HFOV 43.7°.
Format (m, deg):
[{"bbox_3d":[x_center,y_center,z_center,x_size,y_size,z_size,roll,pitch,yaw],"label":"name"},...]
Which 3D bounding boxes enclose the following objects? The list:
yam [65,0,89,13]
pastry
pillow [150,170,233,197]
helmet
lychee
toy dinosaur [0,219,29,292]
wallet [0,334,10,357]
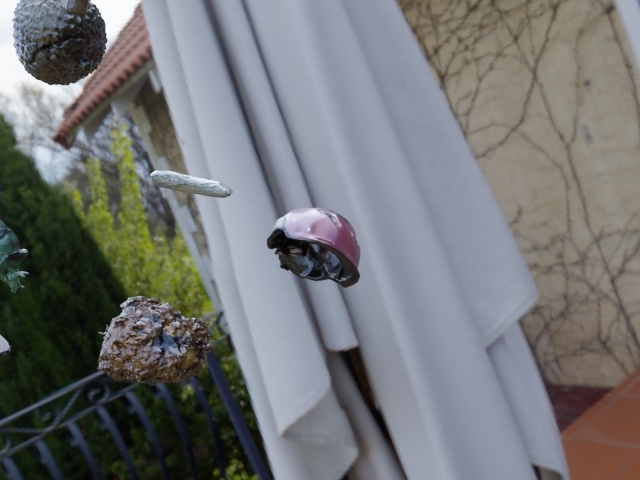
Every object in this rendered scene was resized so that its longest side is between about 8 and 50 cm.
[{"bbox_3d":[-0.503,-0.603,1.703,0.056,0.241,0.057,11,4,-1],"label":"yam"},{"bbox_3d":[-0.370,0.219,1.794,0.274,0.193,0.275,-1,0,0],"label":"pastry"},{"bbox_3d":[-0.354,-0.154,2.199,0.229,0.051,0.128,11,4,1],"label":"pillow"},{"bbox_3d":[0.000,0.000,1.787,0.253,0.198,0.154,-12,42,48],"label":"helmet"},{"bbox_3d":[-0.676,-0.530,2.050,0.255,0.274,0.255,-42,-7,-6],"label":"lychee"},{"bbox_3d":[-0.822,-0.001,1.978,0.120,0.292,0.079,-34,7,-2],"label":"toy dinosaur"},{"bbox_3d":[-0.947,0.297,2.087,0.137,0.031,0.255,32,30,24],"label":"wallet"}]
